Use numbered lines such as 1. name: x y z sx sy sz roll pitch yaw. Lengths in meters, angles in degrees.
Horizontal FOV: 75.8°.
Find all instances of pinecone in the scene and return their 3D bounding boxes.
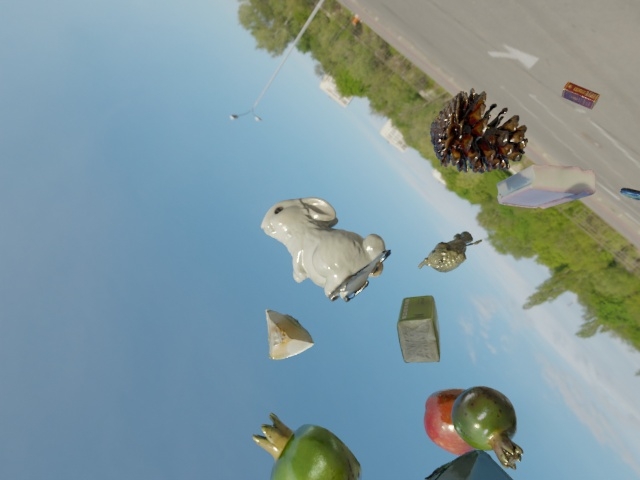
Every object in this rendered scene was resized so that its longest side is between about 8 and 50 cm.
1. pinecone: 0.472 -0.311 1.214 0.291 0.247 0.246 14 -154 -3

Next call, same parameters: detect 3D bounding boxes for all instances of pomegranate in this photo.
1. pomegranate: -0.063 0.695 1.227 0.358 0.310 0.216 35 -134 6
2. pomegranate: 0.296 0.326 0.720 0.114 0.115 0.142 31 -166 -21

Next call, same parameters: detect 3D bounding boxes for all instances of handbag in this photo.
1. handbag: 0.327 0.590 0.873 0.090 0.238 0.326 61 176 2

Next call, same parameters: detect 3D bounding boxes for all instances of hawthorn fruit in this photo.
1. hawthorn fruit: 0.584 0.779 1.776 0.284 0.284 0.284 33 -157 -16

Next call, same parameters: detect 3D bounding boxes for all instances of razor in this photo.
1. razor: 1.020 -0.112 1.160 0.093 0.056 0.324 29 176 -32

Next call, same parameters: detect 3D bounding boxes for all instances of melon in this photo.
1. melon: -0.125 0.298 1.253 0.202 0.140 0.093 31 -177 36

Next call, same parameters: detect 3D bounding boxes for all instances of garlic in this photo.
1. garlic: 0.217 0.118 1.748 0.094 0.074 0.113 -33 -140 -28

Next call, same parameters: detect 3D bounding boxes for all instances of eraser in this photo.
1. eraser: 0.994 -0.234 1.857 0.271 0.123 0.359 4 175 0

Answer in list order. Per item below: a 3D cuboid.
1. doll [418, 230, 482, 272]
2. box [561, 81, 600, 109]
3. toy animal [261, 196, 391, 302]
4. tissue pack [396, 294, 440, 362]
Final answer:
1. doll: 0.424 0.023 1.288 0.285 0.202 0.091 -19 -82 -30
2. box: 0.656 -0.366 1.039 0.082 0.023 0.051 38 -171 24
3. toy animal: 0.000 0.000 1.182 0.357 0.257 0.194 49 -179 23
4. tissue pack: 0.442 0.388 1.828 0.274 0.167 0.201 -39 -61 -69
